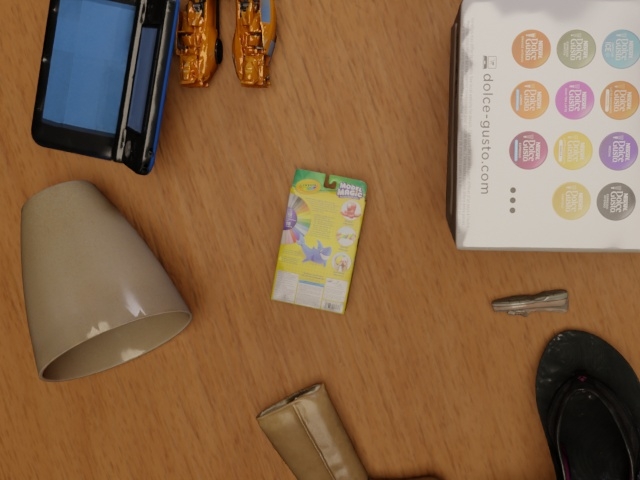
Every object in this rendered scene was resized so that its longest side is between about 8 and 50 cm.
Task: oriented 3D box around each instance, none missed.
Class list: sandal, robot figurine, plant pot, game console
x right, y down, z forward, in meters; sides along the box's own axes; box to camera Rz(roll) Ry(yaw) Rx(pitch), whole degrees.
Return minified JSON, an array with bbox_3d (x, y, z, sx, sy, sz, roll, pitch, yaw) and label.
[{"bbox_3d":[0.418,0.329,1.525,0.167,0.107,0.446,-5,59,11],"label":"sandal"},{"bbox_3d":[-0.153,-0.393,1.627,0.211,0.085,0.291,1,96,10],"label":"robot figurine"},{"bbox_3d":[-0.376,0.051,1.638,0.256,0.256,0.274,-27,75,8],"label":"plant pot"},{"bbox_3d":[-0.351,-0.271,1.623,0.173,0.250,0.293,7,99,-21],"label":"game console"}]

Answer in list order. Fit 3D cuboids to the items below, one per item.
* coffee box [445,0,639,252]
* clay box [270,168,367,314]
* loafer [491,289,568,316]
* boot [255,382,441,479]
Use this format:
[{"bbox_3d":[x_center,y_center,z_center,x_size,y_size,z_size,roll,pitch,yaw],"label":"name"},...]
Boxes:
[{"bbox_3d":[0.359,-0.167,1.472,0.334,0.338,0.338,1,96,5],"label":"coffee box"},{"bbox_3d":[0.000,0.000,1.670,0.127,0.053,0.222,12,96,5],"label":"clay box"},{"bbox_3d":[0.344,0.109,1.652,0.125,0.045,0.039,-9,101,4],"label":"loafer"},{"bbox_3d":[0.053,0.360,1.684,0.236,0.089,0.269,-28,91,8],"label":"boot"}]
